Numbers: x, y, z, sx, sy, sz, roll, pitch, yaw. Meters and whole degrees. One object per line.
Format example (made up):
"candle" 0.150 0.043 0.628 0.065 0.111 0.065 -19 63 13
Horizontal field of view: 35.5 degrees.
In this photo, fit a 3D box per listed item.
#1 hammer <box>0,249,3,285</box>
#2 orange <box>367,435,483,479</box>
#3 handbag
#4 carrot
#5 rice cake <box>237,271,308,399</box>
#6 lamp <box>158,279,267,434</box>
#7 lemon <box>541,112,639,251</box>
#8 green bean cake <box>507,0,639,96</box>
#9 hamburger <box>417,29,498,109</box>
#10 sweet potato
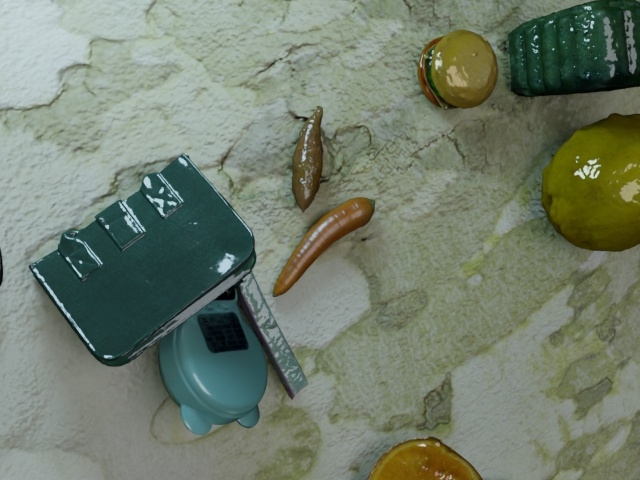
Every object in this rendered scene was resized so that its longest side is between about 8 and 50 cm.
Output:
"hammer" -0.640 -0.102 1.543 0.242 0.095 0.409 -8 90 -27
"orange" 0.189 0.556 1.883 0.274 0.274 0.310 40 40 -22
"handbag" -0.285 0.034 1.648 0.326 0.089 0.238 -37 75 -10
"carrot" -0.001 0.000 1.879 0.271 0.066 0.062 -39 64 -18
"rice cake" -0.103 0.153 1.819 0.051 0.081 0.290 -27 104 -5
"lamp" -0.191 0.187 1.727 0.209 0.147 0.284 4 81 -55
"lemon" 0.613 -0.122 2.062 0.316 0.285 0.285 -24 105 9
"green bean cake" 0.573 -0.385 2.016 0.307 0.300 0.169 -7 95 -26
"hamburger" 0.268 -0.333 1.966 0.162 0.115 0.162 0 89 -26
"sweet potato" -0.022 -0.152 1.862 0.068 0.060 0.206 16 82 -64
